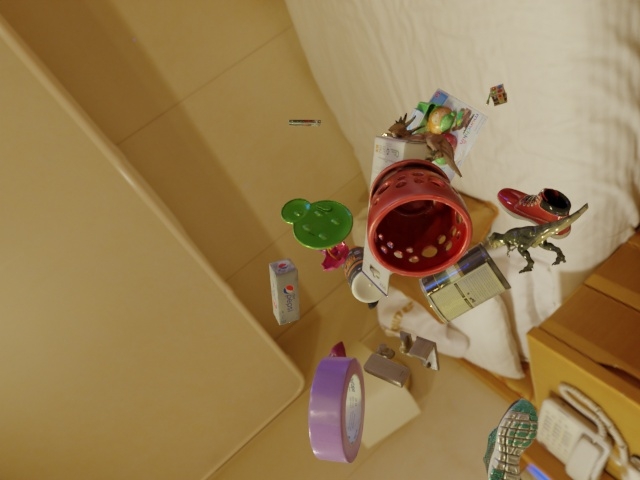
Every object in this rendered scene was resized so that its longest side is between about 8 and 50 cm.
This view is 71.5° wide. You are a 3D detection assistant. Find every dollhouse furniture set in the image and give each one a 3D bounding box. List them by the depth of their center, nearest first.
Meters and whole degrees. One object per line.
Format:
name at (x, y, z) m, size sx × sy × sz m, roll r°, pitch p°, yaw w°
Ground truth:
dollhouse furniture set at (0.227, 0.352, 1.231) m, size 0.144 × 0.151 × 0.123 m, roll 15°, pitch 138°, yaw 36°

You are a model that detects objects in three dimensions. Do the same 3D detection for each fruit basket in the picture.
fruit basket at (0.458, -0.396, 1.743) m, size 0.165 × 0.327 × 0.353 m, roll 13°, pitch -150°, yaw -23°

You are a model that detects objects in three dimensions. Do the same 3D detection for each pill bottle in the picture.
pill bottle at (0.148, 0.104, 1.558) m, size 0.130 × 0.130 × 0.246 m, roll 56°, pitch -175°, yaw -23°

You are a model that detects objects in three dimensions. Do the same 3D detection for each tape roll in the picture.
tape roll at (0.053, 0.467, 1.246) m, size 0.090 × 0.275 × 0.275 m, roll -1°, pitch 144°, yaw 18°

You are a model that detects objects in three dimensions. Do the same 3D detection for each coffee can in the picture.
coffee can at (0.546, 0.163, 1.696) m, size 0.201 × 0.275 × 0.201 m, roll 49°, pitch -163°, yaw -21°

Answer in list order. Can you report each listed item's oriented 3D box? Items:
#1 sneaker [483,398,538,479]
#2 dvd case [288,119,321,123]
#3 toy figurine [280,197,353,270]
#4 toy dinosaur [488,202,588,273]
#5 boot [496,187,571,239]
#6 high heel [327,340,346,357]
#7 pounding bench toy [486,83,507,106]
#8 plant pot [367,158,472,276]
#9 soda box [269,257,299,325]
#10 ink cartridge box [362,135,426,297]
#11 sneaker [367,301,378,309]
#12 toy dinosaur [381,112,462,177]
sneaker at (0.321, 0.346, 0.777) m, size 0.065 × 0.166 × 0.076 m, roll 17°, pitch -171°, yaw -2°
dvd case at (-0.060, -0.442, 1.673) m, size 0.087 × 0.119 × 0.013 m, roll -124°, pitch 32°, yaw -82°
toy figurine at (0.000, 0.000, 1.009) m, size 0.173 × 0.130 × 0.159 m, roll 26°, pitch 153°, yaw 27°
toy dinosaur at (0.512, 0.009, 1.059) m, size 0.268 × 0.064 × 0.118 m, roll -25°, pitch 76°, yaw 53°
boot at (0.623, -0.123, 1.310) m, size 0.244 × 0.088 × 0.176 m, roll 43°, pitch 174°, yaw 41°
high heel at (0.115, 0.543, 1.927) m, size 0.244 × 0.117 × 0.082 m, roll 49°, pitch 163°, yaw -25°
pounding bench toy at (0.701, -0.583, 1.793) m, size 0.083 × 0.052 × 0.065 m, roll -11°, pitch 145°, yaw 34°
plant pot at (0.186, -0.052, 0.873) m, size 0.191 × 0.191 × 0.174 m, roll 57°, pitch -157°, yaw -29°
soda box at (-0.149, 0.218, 1.874) m, size 0.091 × 0.098 × 0.286 m, roll -128°, pitch 29°, yaw -48°
ink cartridge box at (0.173, -0.064, 1.100) m, size 0.176 × 0.069 × 0.371 m, roll -132°, pitch 46°, yaw -67°
sneaker at (0.207, 0.206, 1.852) m, size 0.089 × 0.170 × 0.051 m, roll 44°, pitch 128°, yaw -9°
toy dinosaur at (0.299, -0.288, 1.335) m, size 0.295 × 0.200 × 0.127 m, roll 19°, pitch 134°, yaw 20°
